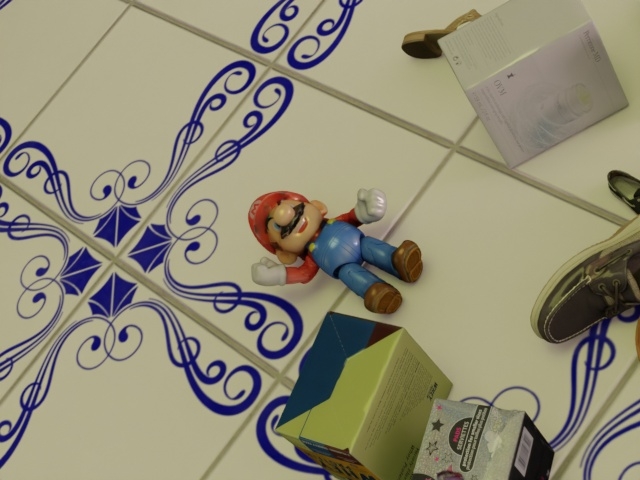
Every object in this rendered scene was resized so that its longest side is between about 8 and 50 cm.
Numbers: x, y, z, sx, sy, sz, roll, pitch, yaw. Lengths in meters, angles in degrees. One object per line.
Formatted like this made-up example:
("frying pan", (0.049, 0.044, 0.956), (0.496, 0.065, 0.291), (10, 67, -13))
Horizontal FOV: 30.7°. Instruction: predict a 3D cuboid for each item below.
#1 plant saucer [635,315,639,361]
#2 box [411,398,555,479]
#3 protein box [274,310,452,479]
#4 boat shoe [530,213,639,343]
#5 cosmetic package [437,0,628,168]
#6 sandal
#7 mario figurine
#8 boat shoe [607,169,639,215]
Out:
("plant saucer", (0.539, 0.127, 1.634), (0.200, 0.037, 0.199), (-15, 55, 21))
("box", (0.207, 0.363, 1.591), (0.142, 0.163, 0.247), (4, 62, 30))
("protein box", (0.069, 0.245, 1.724), (0.136, 0.201, 0.199), (11, 66, 35))
("boat shoe", (0.435, 0.055, 1.695), (0.285, 0.102, 0.092), (-36, 33, -2))
("cosmetic package", (0.347, -0.270, 1.882), (0.225, 0.224, 0.138), (-30, 49, 11))
("sandal", (0.257, -0.381, 2.099), (0.240, 0.088, 0.079), (3, 68, 38))
("mario figurine", (0.000, 0.000, 1.941), (0.321, 0.170, 0.198), (26, 41, 31))
("boat shoe", (0.490, -0.069, 1.790), (0.046, 0.038, 0.125), (-43, 49, -1))
